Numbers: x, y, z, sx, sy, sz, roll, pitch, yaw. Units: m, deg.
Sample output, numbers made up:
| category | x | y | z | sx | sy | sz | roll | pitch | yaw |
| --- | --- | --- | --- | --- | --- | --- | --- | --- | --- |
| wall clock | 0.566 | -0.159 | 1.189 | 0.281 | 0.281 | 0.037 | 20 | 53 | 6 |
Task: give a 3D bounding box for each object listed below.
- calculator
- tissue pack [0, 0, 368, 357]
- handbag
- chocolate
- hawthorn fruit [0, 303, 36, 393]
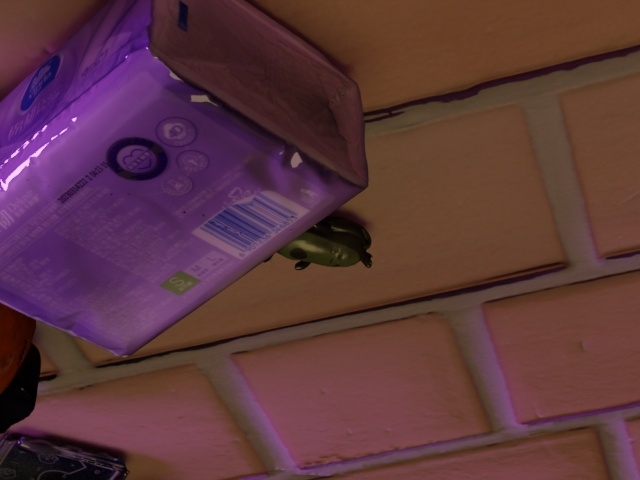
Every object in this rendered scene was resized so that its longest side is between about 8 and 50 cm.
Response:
| category | x | y | z | sx | sy | sz | roll | pitch | yaw |
| --- | --- | --- | --- | --- | --- | --- | --- | --- | --- |
| calculator | -0.363 | 0.329 | 1.777 | 0.165 | 0.028 | 0.274 | 17 | 135 | -22 |
| tissue pack | -0.160 | -0.061 | 1.237 | 0.242 | 0.160 | 0.338 | 33 | 129 | -33 |
| handbag | 0.000 | 0.000 | 1.403 | 0.111 | 0.047 | 0.072 | 10 | 139 | -11 |
| chocolate | -0.374 | 0.143 | 1.526 | 0.125 | 0.080 | 0.148 | 36 | 134 | -22 |
| hawthorn fruit | -0.412 | 0.119 | 1.340 | 0.211 | 0.299 | 0.211 | 22 | 146 | 15 |
